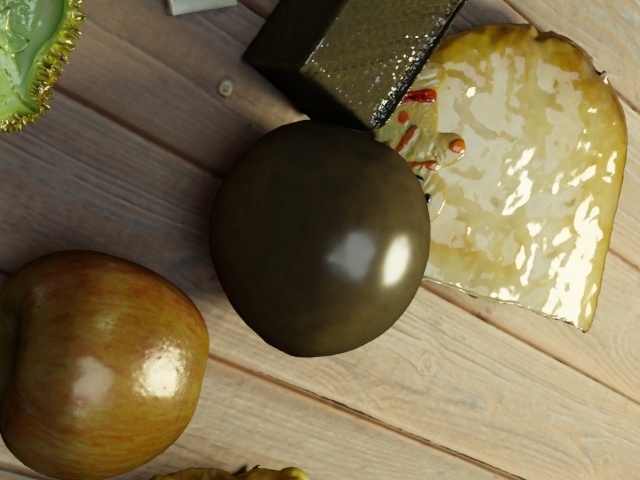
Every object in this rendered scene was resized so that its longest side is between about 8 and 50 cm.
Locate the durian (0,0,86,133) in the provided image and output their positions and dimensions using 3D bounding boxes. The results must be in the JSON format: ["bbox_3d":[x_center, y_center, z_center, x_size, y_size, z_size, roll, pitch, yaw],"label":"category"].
[{"bbox_3d":[-0.354,-0.226,0.904,0.200,0.177,0.236,8,103,-41],"label":"durian"}]

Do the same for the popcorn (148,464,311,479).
[{"bbox_3d":[-0.106,0.409,1.164,0.316,0.281,0.297,33,115,-18],"label":"popcorn"}]

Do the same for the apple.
[{"bbox_3d":[-0.250,0.141,1.005,0.265,0.264,0.264,-8,105,-29],"label":"apple"}]

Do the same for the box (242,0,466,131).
[{"bbox_3d":[0.055,-0.292,1.119,0.143,0.184,0.273,37,83,-32],"label":"box"}]

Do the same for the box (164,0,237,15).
[{"bbox_3d":[-0.158,-0.366,1.072,0.090,0.024,0.166,-17,110,-25],"label":"box"}]

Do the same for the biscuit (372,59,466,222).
[{"bbox_3d":[0.123,-0.134,1.209,0.153,0.030,0.234,-5,89,4],"label":"biscuit"}]

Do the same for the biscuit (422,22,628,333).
[{"bbox_3d":[0.266,-0.103,1.319,0.430,0.104,0.445,10,95,-17],"label":"biscuit"}]

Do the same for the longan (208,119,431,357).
[{"bbox_3d":[-0.003,0.002,1.100,0.297,0.297,0.297,-8,105,-29],"label":"longan"}]
